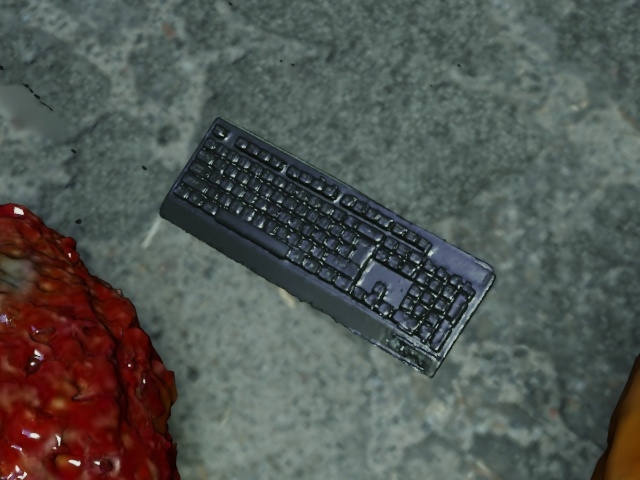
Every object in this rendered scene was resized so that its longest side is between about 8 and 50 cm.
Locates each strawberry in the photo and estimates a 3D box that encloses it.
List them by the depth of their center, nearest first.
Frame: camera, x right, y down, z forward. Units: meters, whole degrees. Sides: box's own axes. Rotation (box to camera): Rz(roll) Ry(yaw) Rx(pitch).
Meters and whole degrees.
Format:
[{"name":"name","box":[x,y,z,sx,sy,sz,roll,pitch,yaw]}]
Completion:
[{"name":"strawberry","box":[-0.218,0.083,0.520,0.274,0.220,0.274,-10,58,17]}]

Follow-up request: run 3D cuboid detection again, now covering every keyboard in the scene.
[{"name":"keyboard","box":[0.000,-0.001,0.629,0.196,0.015,0.074,31,79,18]}]

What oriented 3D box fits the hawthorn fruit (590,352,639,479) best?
[{"name":"hawthorn fruit","box":[0.285,0.152,0.335,0.471,0.472,0.472,-3,71,8]}]
